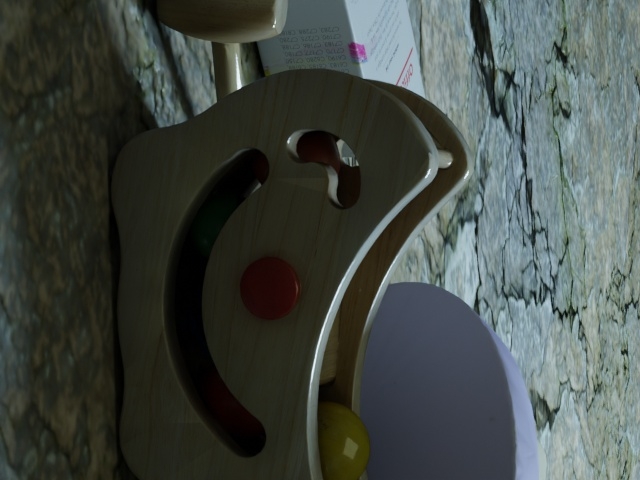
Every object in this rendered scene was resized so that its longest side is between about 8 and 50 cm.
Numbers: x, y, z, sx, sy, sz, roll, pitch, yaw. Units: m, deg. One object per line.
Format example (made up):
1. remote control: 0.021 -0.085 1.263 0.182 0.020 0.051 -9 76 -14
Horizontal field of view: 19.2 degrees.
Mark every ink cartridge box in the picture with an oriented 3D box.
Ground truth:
1. ink cartridge box: 0.009 -0.117 1.084 0.104 0.062 0.181 -64 146 -52

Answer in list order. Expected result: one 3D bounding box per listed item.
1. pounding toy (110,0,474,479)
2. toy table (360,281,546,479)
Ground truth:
1. pounding toy: 0.000 0.000 0.909 0.155 0.154 0.269 -2 90 -70
2. toy table: 0.060 0.178 0.970 0.161 0.252 0.274 45 55 -41
